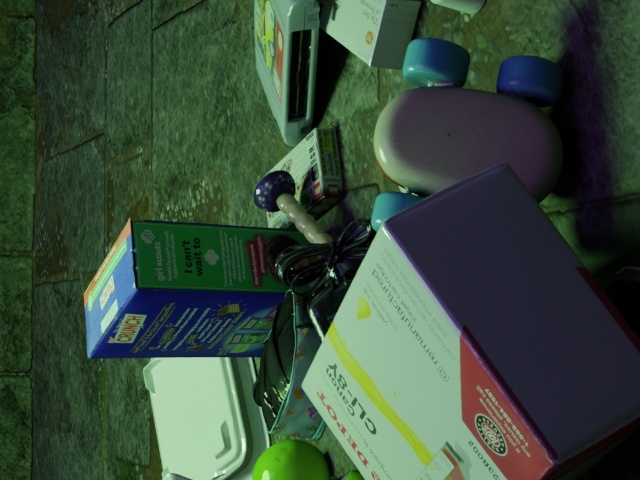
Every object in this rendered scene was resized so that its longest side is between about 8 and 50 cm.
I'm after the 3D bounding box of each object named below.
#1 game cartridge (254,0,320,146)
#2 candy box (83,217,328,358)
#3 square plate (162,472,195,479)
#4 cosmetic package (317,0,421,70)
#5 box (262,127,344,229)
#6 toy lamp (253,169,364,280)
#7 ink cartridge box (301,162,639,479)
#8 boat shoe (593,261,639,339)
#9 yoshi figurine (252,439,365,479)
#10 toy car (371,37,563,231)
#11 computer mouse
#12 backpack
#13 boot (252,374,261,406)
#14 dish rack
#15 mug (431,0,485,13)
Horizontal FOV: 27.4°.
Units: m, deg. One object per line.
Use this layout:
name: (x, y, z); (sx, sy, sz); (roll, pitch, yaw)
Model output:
game cartridge: (-0.055, -0.311, 1.998); (0.294, 0.060, 0.196); (95, 164, -49)
candy box: (-0.177, 0.082, 2.013); (0.268, 0.317, 0.122); (-47, 48, 53)
square plate: (-0.107, 0.480, 1.843); (0.347, 0.344, 0.049); (121, 168, -45)
cosmetic package: (0.055, -0.325, 1.855); (0.239, 0.060, 0.099); (-132, 48, -56)
box: (-0.030, -0.083, 2.041); (0.207, 0.036, 0.114); (-36, 57, 58)
toy lamp: (0.000, 0.000, 1.890); (0.274, 0.080, 0.080); (44, 129, 39)
ink cartridge box: (0.149, 0.150, 1.355); (0.279, 0.160, 0.385); (55, 153, 18)
boat shoe: (0.315, 0.072, 1.257); (0.335, 0.095, 0.112); (-12, 78, 63)
yoshi figurine: (-0.056, 0.389, 1.901); (0.362, 0.203, 0.204); (-47, 41, 50)
toy car: (0.167, -0.087, 1.533); (0.238, 0.210, 0.219); (75, -154, -80)
computer mouse: (0.064, 0.115, 1.755); (0.072, 0.188, 0.272); (39, -149, -70)
backpack: (-0.014, 0.188, 1.857); (0.188, 0.144, 0.166); (-82, 13, -55)
boot: (-0.064, 0.244, 2.090); (0.099, 0.045, 0.121); (56, 136, 46)
dish rack: (-0.214, 0.291, 2.296); (0.285, 0.072, 0.333); (-41, 53, 39)
mug: (0.164, -0.321, 1.626); (0.062, 0.064, 0.078); (153, 116, -62)
